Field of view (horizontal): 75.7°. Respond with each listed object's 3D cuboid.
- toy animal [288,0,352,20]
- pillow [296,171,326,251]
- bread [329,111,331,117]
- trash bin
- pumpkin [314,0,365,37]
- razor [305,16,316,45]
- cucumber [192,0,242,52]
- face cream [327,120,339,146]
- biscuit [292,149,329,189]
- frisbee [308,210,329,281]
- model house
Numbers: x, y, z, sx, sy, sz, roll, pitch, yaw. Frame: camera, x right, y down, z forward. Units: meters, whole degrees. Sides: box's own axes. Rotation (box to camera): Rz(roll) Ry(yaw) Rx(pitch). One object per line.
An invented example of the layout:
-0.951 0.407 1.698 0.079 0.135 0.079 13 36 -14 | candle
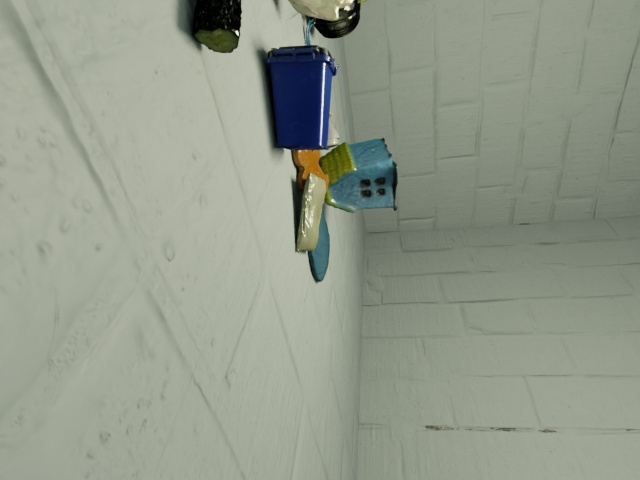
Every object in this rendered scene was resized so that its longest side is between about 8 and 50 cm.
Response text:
-0.043 -0.746 1.065 0.308 0.188 0.266 9 113 -45 | toy animal
-0.026 -0.078 1.210 0.148 0.050 0.229 12 84 -69 | pillow
-0.027 -0.494 1.329 0.245 0.095 0.101 72 8 -57 | bread
-0.044 -0.340 1.003 0.184 0.163 0.234 -42 133 -77 | trash bin
0.080 -0.926 1.566 0.296 0.297 0.295 -4 90 -80 | pumpkin
-0.032 -0.687 1.501 0.082 0.042 0.252 -52 139 -75 | razor
-0.156 -0.428 0.639 0.072 0.072 0.299 52 34 -72 | cucumber
0.024 -0.404 1.577 0.091 0.091 0.094 -34 111 -78 | face cream
-0.037 -0.214 1.270 0.250 0.036 0.165 62 40 -51 | biscuit
0.005 -0.001 1.430 0.289 0.049 0.288 -4 90 -80 | frisbee
0.126 -0.237 1.533 0.237 0.304 0.215 -98 -175 -53 | model house
